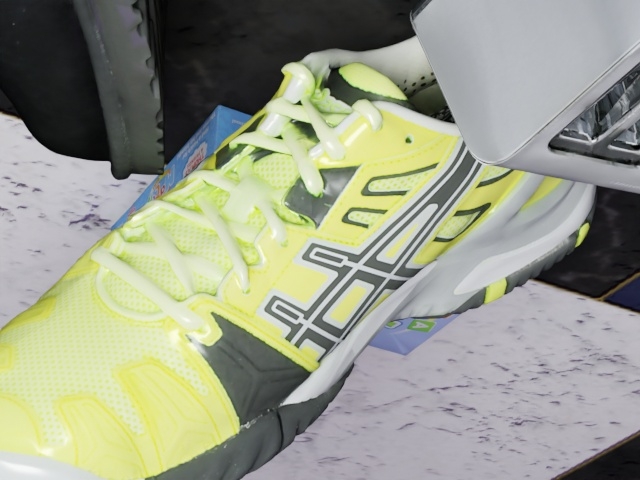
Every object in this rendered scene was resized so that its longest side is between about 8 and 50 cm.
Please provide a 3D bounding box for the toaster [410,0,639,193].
[{"bbox_3d":[0.161,-0.100,0.804,0.168,0.110,0.185,8,143,-38],"label":"toaster"}]

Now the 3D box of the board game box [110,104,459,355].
[{"bbox_3d":[0.000,0.000,1.126,0.211,0.039,0.160,16,148,-23],"label":"board game box"}]

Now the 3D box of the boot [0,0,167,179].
[{"bbox_3d":[-0.204,-0.146,0.795,0.260,0.131,0.348,-3,145,6],"label":"boot"}]

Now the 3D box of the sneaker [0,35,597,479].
[{"bbox_3d":[-0.024,-0.009,0.885,0.145,0.384,0.147,32,142,35],"label":"sneaker"}]
